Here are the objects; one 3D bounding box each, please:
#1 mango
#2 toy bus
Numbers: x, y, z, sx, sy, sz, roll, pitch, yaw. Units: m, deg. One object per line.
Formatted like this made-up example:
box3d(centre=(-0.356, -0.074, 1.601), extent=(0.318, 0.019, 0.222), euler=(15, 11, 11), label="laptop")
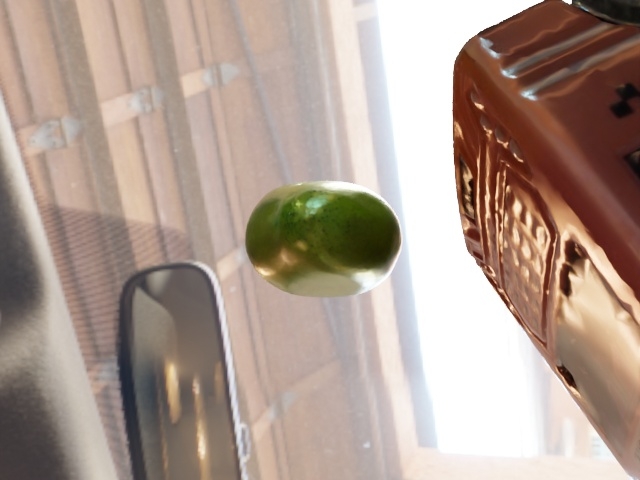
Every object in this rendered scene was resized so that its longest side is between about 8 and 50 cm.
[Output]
box3d(centre=(0.006, 0.002, 0.646), extent=(0.163, 0.117, 0.089), euler=(-1, 72, 69), label="mango")
box3d(centre=(0.290, -0.066, 0.398), extent=(0.203, 0.426, 0.233), euler=(70, 174, -57), label="toy bus")
